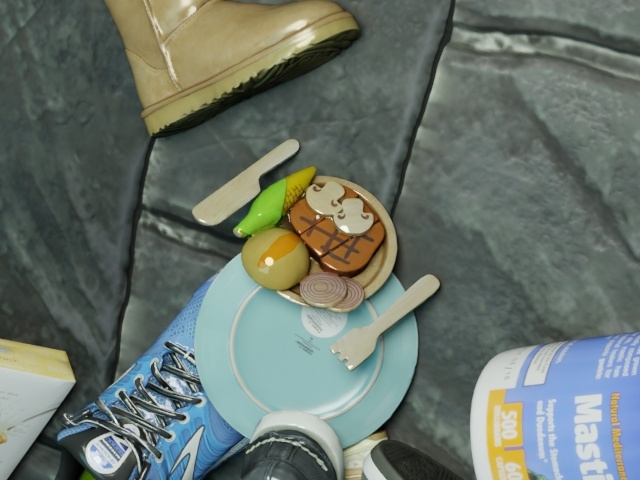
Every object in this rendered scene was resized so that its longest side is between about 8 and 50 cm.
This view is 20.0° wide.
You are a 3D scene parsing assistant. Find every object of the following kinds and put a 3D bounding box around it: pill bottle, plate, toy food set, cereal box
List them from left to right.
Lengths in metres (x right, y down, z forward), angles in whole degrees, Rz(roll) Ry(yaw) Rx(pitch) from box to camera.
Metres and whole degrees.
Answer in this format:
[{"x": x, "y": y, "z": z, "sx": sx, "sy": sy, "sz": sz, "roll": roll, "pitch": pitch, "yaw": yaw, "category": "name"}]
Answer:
[{"x": -0.360, "y": 0.184, "z": 1.694, "sx": 0.240, "sy": 0.173, "sz": 0.047, "roll": -53, "pitch": 42, "yaw": 28, "category": "cereal box"}, {"x": -0.012, "y": 0.086, "z": 1.503, "sx": 0.188, "sy": 0.024, "sz": 0.188, "roll": 0, "pitch": 93, "yaw": -1, "category": "plate"}, {"x": 0.000, "y": 0.000, "z": 1.478, "sx": 0.192, "sy": 0.132, "sz": 0.038, "roll": 44, "pitch": 156, "yaw": 15, "category": "toy food set"}, {"x": 0.261, "y": 0.140, "z": 1.336, "sx": 0.272, "sy": 0.152, "sz": 0.152, "roll": -10, "pitch": 95, "yaw": 32, "category": "pill bottle"}]

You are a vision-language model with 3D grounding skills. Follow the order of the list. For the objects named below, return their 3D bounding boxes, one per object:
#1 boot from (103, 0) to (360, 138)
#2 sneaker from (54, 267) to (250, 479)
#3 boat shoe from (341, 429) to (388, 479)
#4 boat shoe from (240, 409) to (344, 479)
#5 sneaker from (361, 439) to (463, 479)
[{"x": -0.112, "y": -0.245, "z": 1.508, "sx": 0.236, "sy": 0.089, "sz": 0.269, "roll": -22, "pitch": 88, "yaw": 31, "category": "boot"}, {"x": -0.137, "y": 0.164, "z": 1.569, "sx": 0.130, "sy": 0.147, "sz": 0.330, "roll": 39, "pitch": 110, "yaw": 17, "category": "sneaker"}, {"x": 0.003, "y": 0.203, "z": 1.558, "sx": 0.135, "sy": 0.050, "sz": 0.045, "roll": -24, "pitch": 83, "yaw": 31, "category": "boat shoe"}, {"x": -0.026, "y": 0.288, "z": 1.525, "sx": 0.114, "sy": 0.091, "sz": 0.302, "roll": 0, "pitch": 121, "yaw": 18, "category": "boat shoe"}, {"x": 0.105, "y": 0.320, "z": 1.489, "sx": 0.295, "sy": 0.124, "sz": 0.178, "roll": 46, "pitch": 109, "yaw": 12, "category": "sneaker"}]
